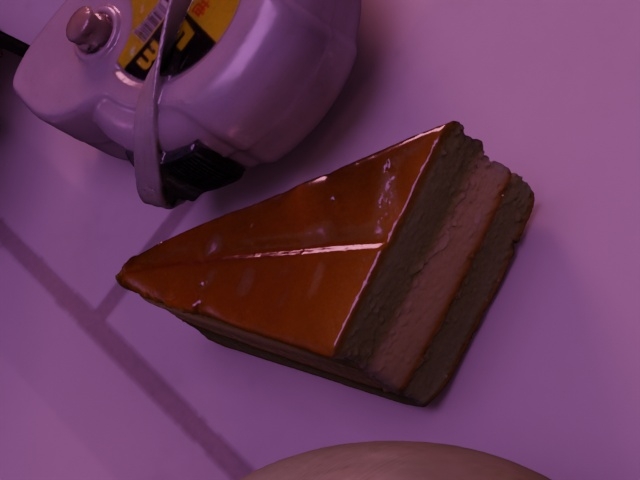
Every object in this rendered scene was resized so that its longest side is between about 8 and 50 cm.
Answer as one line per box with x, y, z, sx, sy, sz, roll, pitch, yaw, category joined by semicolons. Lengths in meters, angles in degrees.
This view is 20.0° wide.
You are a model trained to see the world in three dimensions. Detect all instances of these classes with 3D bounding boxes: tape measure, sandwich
-0.068;-0.130;1.126;0.236;0.120;0.197;-51;47;10;tape measure
0.000;0.000;1.035;0.187;0.117;0.144;16;77;37;sandwich

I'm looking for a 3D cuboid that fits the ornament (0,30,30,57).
-0.315;-0.084;1.260;0.166;0.153;0.196;27;95;38;ornament

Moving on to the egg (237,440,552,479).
0.036;0.201;0.867;0.295;0.218;0.218;16;79;48;egg
